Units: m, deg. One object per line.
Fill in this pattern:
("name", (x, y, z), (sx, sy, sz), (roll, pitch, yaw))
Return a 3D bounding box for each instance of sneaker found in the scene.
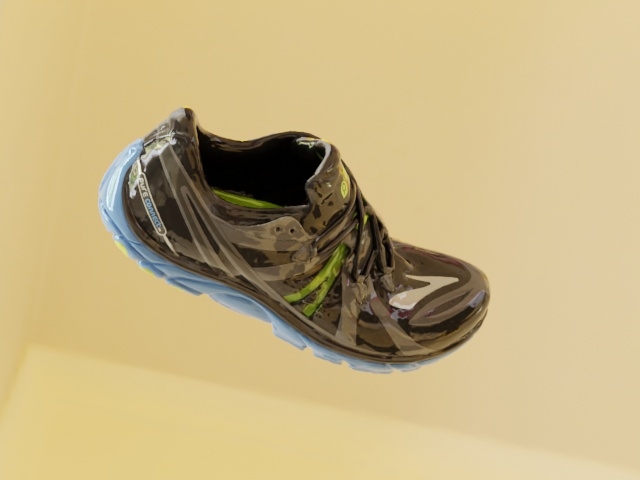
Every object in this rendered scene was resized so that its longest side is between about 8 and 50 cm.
("sneaker", (0.000, 0.000, 0.747), (0.188, 0.078, 0.067), (23, -146, -26))
